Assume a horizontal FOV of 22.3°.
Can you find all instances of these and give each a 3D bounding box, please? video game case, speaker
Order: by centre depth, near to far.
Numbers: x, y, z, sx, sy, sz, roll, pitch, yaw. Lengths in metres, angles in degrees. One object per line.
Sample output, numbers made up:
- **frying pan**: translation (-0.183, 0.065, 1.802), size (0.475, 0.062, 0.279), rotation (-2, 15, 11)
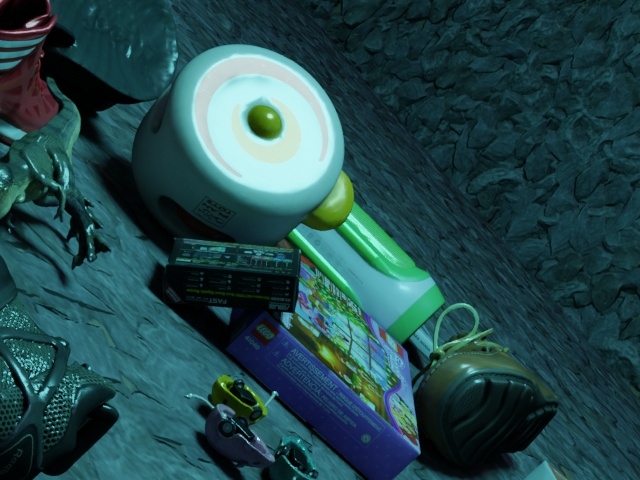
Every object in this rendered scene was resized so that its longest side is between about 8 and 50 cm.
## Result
- **speaker**: translation (0.000, 0.000, 1.833), size (0.296, 0.131, 0.131), rotation (46, 11, 5)
- **video game case**: translation (0.076, 0.063, 2.071), size (0.173, 0.022, 0.190), rotation (46, 5, -18)

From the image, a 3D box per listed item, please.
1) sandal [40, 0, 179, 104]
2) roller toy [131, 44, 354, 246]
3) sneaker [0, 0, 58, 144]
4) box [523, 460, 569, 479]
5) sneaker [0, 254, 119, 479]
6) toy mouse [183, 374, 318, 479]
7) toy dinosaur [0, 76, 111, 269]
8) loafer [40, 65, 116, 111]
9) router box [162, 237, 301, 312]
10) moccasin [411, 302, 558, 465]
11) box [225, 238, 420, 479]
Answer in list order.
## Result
- **sandal**: translation (-0.271, -0.249, 1.521), size (0.446, 0.107, 0.167), rotation (15, 71, -52)
- **roller toy**: translation (-0.079, -0.089, 1.625), size (0.191, 0.146, 0.209), rotation (-13, 74, -32)
- **sneaker**: translation (-0.260, -0.155, 1.442), size (0.087, 0.128, 0.221), rotation (46, 12, 5)
- **box**: translation (0.263, 0.331, 1.662), size (0.130, 0.091, 0.170), rotation (39, 12, -26)
- **sneaker**: translation (-0.199, 0.064, 0.983), size (0.130, 0.087, 0.227), rotation (38, 16, -38)
- **toy mouse**: translation (-0.049, 0.166, 1.286), size (0.143, 0.031, 0.161), rotation (51, 13, 32)
- **toy dinosaur**: translation (-0.215, -0.045, 1.314), size (0.118, 0.064, 0.268), rotation (61, 16, -18)
- **loafer**: translation (-0.322, -0.251, 1.727), size (0.302, 0.095, 0.109), rotation (43, 53, -3)
- **router box**: translation (-0.080, 0.031, 1.486), size (0.122, 0.038, 0.092), rotation (6, 16, -1)
- **moccasin**: translation (0.172, 0.163, 1.836), size (0.147, 0.139, 0.380), rotation (42, 12, 17)
- **box**: translation (0.005, 0.110, 1.618), size (0.201, 0.057, 0.293), rotation (43, 11, -10)
